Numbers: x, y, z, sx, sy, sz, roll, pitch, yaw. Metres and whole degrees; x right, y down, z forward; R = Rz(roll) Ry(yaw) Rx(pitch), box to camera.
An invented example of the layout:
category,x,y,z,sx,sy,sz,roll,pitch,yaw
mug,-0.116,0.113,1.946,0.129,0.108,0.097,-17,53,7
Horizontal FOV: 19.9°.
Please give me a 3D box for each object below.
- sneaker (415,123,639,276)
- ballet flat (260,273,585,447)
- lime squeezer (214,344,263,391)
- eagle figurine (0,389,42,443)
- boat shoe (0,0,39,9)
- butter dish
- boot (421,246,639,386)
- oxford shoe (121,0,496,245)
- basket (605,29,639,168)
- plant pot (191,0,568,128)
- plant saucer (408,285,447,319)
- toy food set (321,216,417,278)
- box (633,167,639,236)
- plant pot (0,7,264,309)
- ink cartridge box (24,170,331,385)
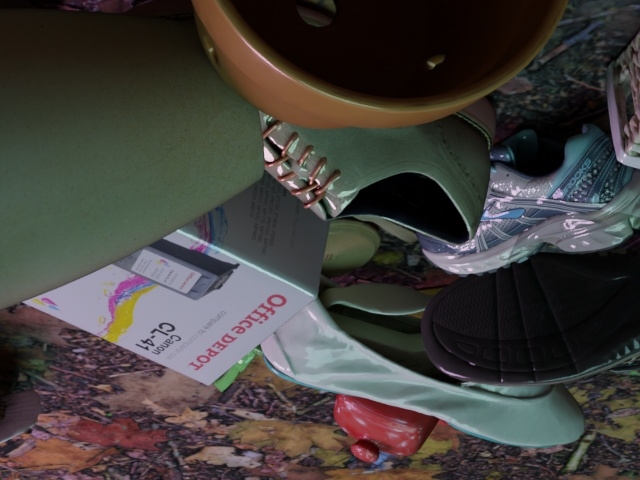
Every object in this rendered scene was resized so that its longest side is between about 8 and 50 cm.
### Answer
category,x,y,z,sx,sy,sz,roll,pitch,yaw
sneaker,0.197,-0.052,1.802,0.283,0.110,0.122,-15,115,45
ballet flat,0.134,0.127,1.990,0.400,0.139,0.139,16,146,-17
lime squeezer,-0.043,0.149,2.105,0.310,0.059,0.110,-1,123,44
eagle figurine,-0.456,0.209,2.140,0.226,0.225,0.298,-2,140,-17
boat shoe,-0.348,-0.113,1.649,0.123,0.116,0.324,19,145,-29
butter dish,0.072,0.206,2.155,0.160,0.118,0.160,22,158,7
boot,0.319,0.088,1.922,0.377,0.138,0.284,-17,163,15
oxford shoe,-0.008,-0.105,1.636,0.397,0.146,0.140,15,149,-23
basket,0.355,-0.128,1.640,0.167,0.113,0.103,8,144,-14
plant pot,0.022,-0.208,1.369,0.291,0.291,0.203,8,165,-13
plant saucer,0.186,0.112,2.108,0.188,0.045,0.188,-9,148,14
toy food set,0.000,0.000,1.934,0.192,0.038,0.132,-25,149,27
box,0.395,-0.045,1.850,0.186,0.038,0.145,7,149,-14
plant pot,-0.192,-0.084,1.481,0.274,0.256,0.256,-12,151,-10
ink cartridge box,-0.175,-0.007,1.780,0.306,0.131,0.226,27,139,-21
